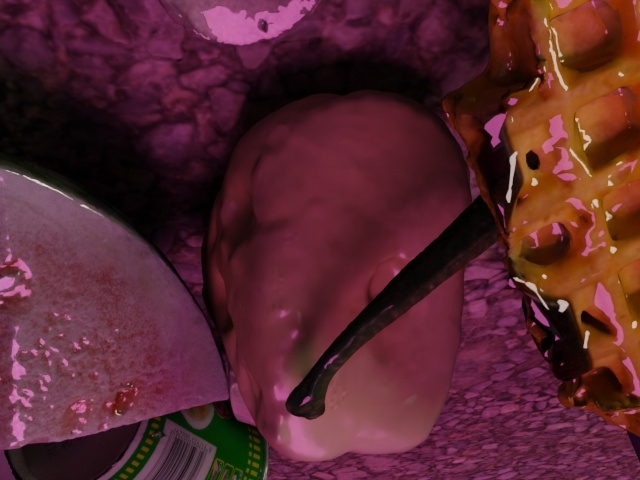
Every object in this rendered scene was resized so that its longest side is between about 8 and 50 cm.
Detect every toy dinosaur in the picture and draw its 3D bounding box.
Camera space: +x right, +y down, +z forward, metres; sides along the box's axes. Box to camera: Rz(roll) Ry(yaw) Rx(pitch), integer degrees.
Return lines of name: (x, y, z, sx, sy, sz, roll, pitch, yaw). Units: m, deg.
toy dinosaur: (0.139, -0.096, 0.382, 0.300, 0.087, 0.447, -7, 124, -29)

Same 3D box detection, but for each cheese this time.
cheese: (-0.002, -0.001, 0.530, 0.173, 0.251, 0.248, 2, 109, -24)

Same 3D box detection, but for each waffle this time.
waffle: (0.195, -0.046, 0.344, 0.311, 0.060, 0.307, 30, 100, -16)

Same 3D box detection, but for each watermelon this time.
watermelon: (-0.210, 0.074, 0.502, 0.289, 0.214, 0.320, 31, 146, -9)

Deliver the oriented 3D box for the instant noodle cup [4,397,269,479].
instant noodle cup: (-0.185, 0.208, 0.680, 0.207, 0.207, 0.233, -14, 148, 9)

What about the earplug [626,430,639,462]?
earplug: (0.467, 0.271, 0.734, 0.215, 0.456, 0.215, -5, 147, -3)

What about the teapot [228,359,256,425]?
teapot: (-0.013, 0.124, 0.738, 0.178, 0.221, 0.163, 1, 105, 4)

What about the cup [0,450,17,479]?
cup: (-0.379, 0.294, 0.768, 0.163, 0.347, 0.347, 21, 150, 21)

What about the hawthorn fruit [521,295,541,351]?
hawthorn fruit: (0.331, 0.100, 0.666, 0.189, 0.251, 0.189, -39, 165, -13)

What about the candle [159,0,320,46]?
candle: (-0.030, -0.198, 0.330, 0.192, 0.068, 0.168, -35, 135, 27)
